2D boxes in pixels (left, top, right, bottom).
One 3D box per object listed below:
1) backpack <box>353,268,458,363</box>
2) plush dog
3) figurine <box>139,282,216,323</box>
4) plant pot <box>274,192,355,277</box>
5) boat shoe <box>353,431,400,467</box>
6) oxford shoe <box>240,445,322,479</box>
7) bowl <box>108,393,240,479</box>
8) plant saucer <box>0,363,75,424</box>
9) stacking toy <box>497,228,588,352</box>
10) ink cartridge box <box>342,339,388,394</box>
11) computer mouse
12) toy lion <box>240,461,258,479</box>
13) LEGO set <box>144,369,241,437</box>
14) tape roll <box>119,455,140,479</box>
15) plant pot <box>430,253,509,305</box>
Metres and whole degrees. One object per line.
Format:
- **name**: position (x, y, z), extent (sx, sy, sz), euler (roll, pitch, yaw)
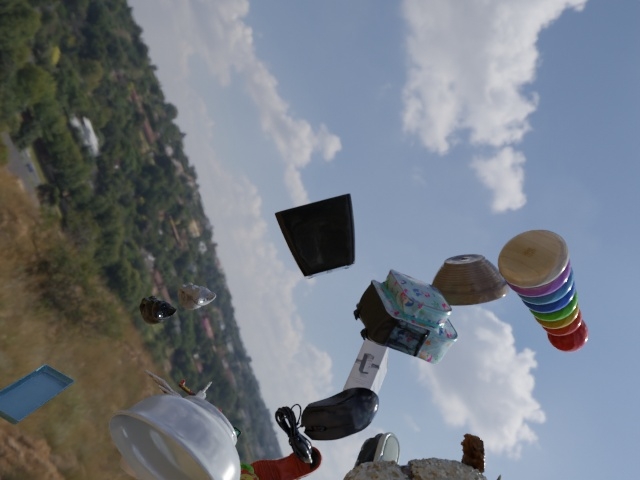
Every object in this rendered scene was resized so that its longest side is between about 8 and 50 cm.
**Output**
- **backpack**: position (0.245, 0.209, 1.719), extent (0.253, 0.191, 0.225), euler (29, 16, -23)
- **plush dog**: position (0.139, 0.402, 0.985), extent (0.262, 0.225, 0.211), euler (120, -25, -82)
- **figurine**: position (-0.447, 0.199, 2.022), extent (0.209, 0.214, 0.093), euler (-8, -79, 65)
- **plant pot**: position (0.000, 0.000, 1.590), extent (0.188, 0.187, 0.167), euler (104, -29, -84)
- **boat shoe**: position (0.127, 0.643, 1.690), extent (0.114, 0.091, 0.302), euler (56, 38, -13)
- **oxford shoe**: position (-0.119, 0.674, 1.840), extent (0.098, 0.271, 0.097), euler (75, -2, -64)
- **bowl**: position (-0.260, 0.401, 1.253), extent (0.297, 0.134, 0.298), euler (22, -45, 24)
- **plant saucer**: position (-0.499, 0.265, 1.106), extent (0.067, 0.018, 0.192), euler (29, 7, 1)
- **stacking toy**: position (0.495, 0.129, 1.374), extent (0.330, 0.141, 0.141), euler (54, 3, -38)
- **ink cartridge box**: position (0.154, 0.469, 2.157), extent (0.159, 0.092, 0.218), euler (86, 27, -46)
- **computer mouse**: position (0.034, 0.480, 1.678), extent (0.072, 0.272, 0.189), euler (-114, -178, -66)
- **toy lion**: position (-0.204, 0.620, 1.671), extent (0.100, 0.096, 0.034), euler (-50, 149, -67)
- **LEGO set**: position (-0.281, 0.374, 1.478), extent (0.244, 0.060, 0.183), euler (14, -37, 41)
- **tape roll**: position (-0.419, 0.573, 1.793), extent (0.246, 0.246, 0.169), euler (141, -34, -80)
- **plant pot**: position (0.428, 0.106, 1.875), extent (0.237, 0.237, 0.110), euler (-152, -128, -76)
